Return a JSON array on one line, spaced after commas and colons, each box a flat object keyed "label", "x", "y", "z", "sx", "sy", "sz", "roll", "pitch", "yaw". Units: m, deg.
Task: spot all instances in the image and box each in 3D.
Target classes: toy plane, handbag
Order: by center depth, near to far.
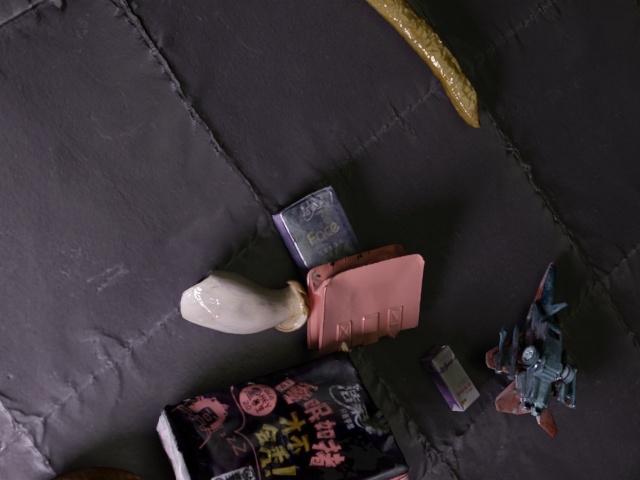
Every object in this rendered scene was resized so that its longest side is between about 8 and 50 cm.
[{"label": "handbag", "x": 0.073, "y": 0.100, "z": 1.572, "sx": 0.213, "sy": 0.059, "sz": 0.157, "roll": -14, "pitch": 116, "yaw": -34}, {"label": "toy plane", "x": 0.410, "y": 0.184, "z": 1.749, "sx": 0.223, "sy": 0.104, "sz": 0.326, "roll": 27, "pitch": 71, "yaw": -22}]

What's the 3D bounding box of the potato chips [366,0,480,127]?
[{"label": "potato chips", "x": 0.170, "y": -0.368, "z": 1.719, "sx": 0.407, "sy": 0.057, "sz": 0.080, "roll": 44, "pitch": 79, "yaw": -17}]

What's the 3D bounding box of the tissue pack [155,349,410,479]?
[{"label": "tissue pack", "x": -0.056, "y": 0.321, "z": 1.421, "sx": 0.332, "sy": 0.123, "sz": 0.245, "roll": -14, "pitch": 60, "yaw": -27}]

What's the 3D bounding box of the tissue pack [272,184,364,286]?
[{"label": "tissue pack", "x": 0.000, "y": 0.000, "z": 1.579, "sx": 0.112, "sy": 0.051, "sz": 0.156, "roll": -31, "pitch": 99, "yaw": -27}]

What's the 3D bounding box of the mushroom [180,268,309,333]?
[{"label": "mushroom", "x": -0.118, "y": 0.098, "z": 1.478, "sx": 0.213, "sy": 0.088, "sz": 0.097, "roll": 6, "pitch": 86, "yaw": -27}]

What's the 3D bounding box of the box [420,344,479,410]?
[{"label": "box", "x": 0.231, "y": 0.244, "z": 1.681, "sx": 0.051, "sy": 0.036, "sz": 0.117, "roll": -41, "pitch": 103, "yaw": -26}]

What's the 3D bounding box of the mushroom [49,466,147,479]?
[{"label": "mushroom", "x": -0.302, "y": 0.435, "z": 1.303, "sx": 0.253, "sy": 0.153, "sz": 0.253, "roll": 12, "pitch": 69, "yaw": -32}]
